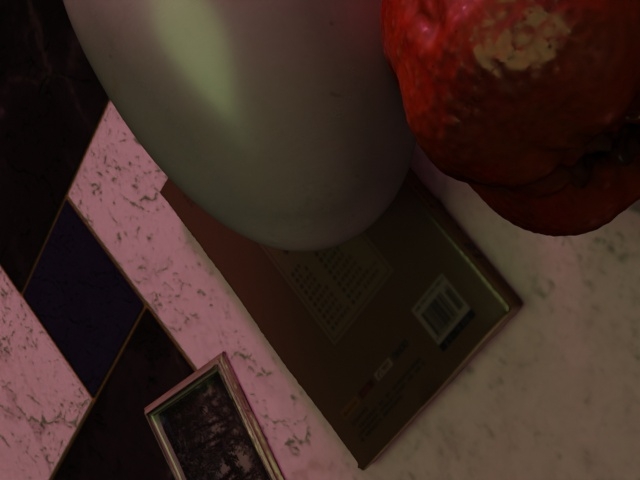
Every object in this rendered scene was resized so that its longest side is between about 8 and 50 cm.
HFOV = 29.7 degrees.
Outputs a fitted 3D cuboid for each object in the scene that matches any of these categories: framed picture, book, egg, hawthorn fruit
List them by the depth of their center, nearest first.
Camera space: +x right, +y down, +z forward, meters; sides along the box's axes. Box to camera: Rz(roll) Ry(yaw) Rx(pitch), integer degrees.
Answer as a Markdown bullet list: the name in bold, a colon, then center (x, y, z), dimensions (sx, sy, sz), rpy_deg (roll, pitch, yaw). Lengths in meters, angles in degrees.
- **hawthorn fruit**: center (0.120, -0.136, 0.698), dimensions (0.207, 0.208, 0.243), rpy_deg (-50, 52, 38)
- **egg**: center (-0.053, -0.168, 0.817), dimensions (0.230, 0.230, 0.370), rpy_deg (-35, 72, 42)
- **book**: center (0.000, 0.000, 0.956), dimensions (0.310, 0.021, 0.217), rpy_deg (53, 131, 21)
- **framed picture**: center (-0.090, 0.210, 1.096), dimensions (0.142, 0.011, 0.183), rpy_deg (-37, 74, 42)
